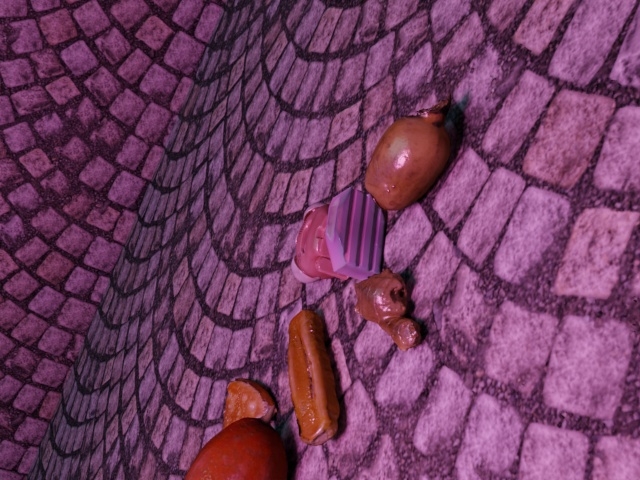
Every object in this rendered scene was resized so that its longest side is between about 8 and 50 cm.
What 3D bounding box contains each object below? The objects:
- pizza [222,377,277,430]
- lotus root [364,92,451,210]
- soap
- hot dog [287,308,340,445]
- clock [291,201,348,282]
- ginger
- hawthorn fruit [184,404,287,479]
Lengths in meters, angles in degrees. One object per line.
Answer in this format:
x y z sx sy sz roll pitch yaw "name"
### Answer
-0.161 0.387 1.580 0.185 0.052 0.195 21 88 56 "pizza"
0.151 -0.146 1.270 0.125 0.118 0.221 54 125 39 "lotus root"
0.060 -0.014 1.365 0.056 0.100 0.149 -26 51 55 "soap"
-0.014 0.241 1.381 0.083 0.068 0.289 -32 36 18 "hot dog"
0.000 0.000 1.486 0.162 0.093 0.166 -7 67 64 "clock"
0.116 0.105 1.228 0.165 0.067 0.096 37 106 49 "ginger"
-0.140 0.413 1.389 0.199 0.199 0.251 -6 57 61 "hawthorn fruit"
